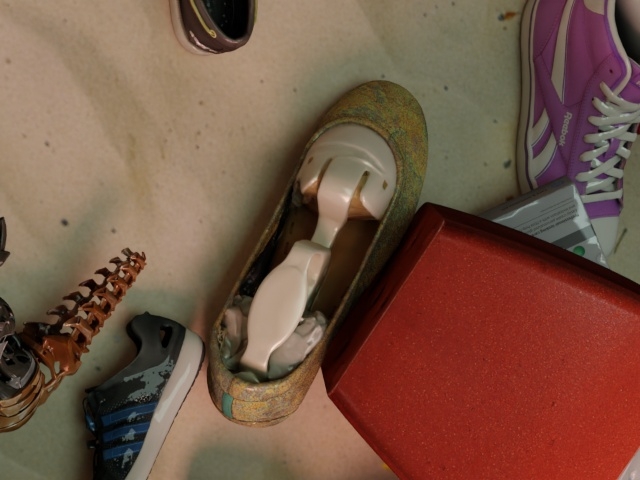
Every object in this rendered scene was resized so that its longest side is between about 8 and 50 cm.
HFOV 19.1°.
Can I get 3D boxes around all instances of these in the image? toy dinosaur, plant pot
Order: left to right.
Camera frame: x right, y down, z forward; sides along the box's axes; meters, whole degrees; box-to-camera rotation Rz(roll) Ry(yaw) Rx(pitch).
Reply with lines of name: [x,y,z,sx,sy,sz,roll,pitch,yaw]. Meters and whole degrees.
toy dinosaur: [-0.292,0.090,1.531,0.322,0.164,0.218,-45,128,-41]
plant pot: [0.146,0.109,1.675,0.236,0.267,0.267,33,94,-6]

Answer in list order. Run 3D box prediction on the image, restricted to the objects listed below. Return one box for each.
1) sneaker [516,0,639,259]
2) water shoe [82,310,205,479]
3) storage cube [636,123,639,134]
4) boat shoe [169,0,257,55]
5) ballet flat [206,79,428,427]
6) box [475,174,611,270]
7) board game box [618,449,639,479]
sneaker: [0.268,-0.108,1.815,0.102,0.161,0.282,-12,99,-31]
water shoe: [-0.173,0.159,1.630,0.080,0.073,0.203,28,72,-7]
storage cube: [0.393,-0.213,1.864,0.184,0.193,0.215,-15,100,-29]
boat shoe: [-0.101,-0.275,1.646,0.081,0.069,0.227,-17,100,-29]
ballet flat: [0.000,0.000,1.670,0.123,0.123,0.348,34,75,-27]
box: [0.207,0.052,1.820,0.145,0.038,0.186,-24,107,0]
board game box: [0.301,0.316,1.812,0.390,0.050,0.390,-58,145,-16]
